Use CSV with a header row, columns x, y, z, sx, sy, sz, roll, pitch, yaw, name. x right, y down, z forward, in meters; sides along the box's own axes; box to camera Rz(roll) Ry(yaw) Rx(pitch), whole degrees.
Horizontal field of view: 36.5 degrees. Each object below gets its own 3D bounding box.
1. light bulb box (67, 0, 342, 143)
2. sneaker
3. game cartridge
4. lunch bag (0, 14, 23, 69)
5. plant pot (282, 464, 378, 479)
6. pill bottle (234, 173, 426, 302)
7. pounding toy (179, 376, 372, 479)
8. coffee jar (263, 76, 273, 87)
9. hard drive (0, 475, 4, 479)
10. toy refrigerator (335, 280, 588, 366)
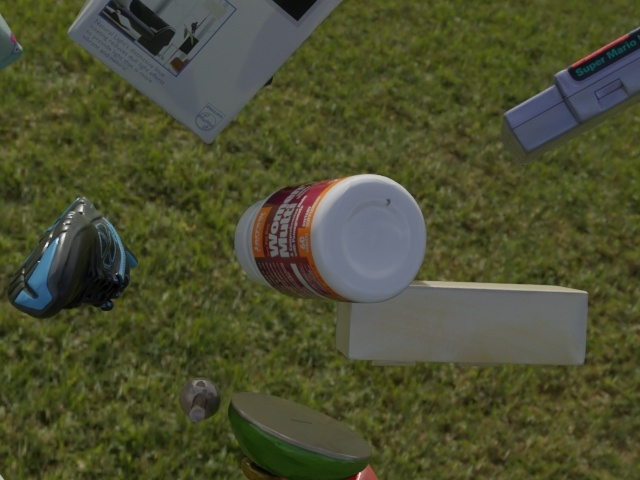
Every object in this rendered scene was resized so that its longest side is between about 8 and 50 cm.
x,y,z,sx,sy,sz,roll,pitch,yaw,name
-0.103,-0.383,1.246,0.225,0.361,0.358,37,25,-22,light bulb box
-0.320,0.035,1.326,0.140,0.125,0.341,43,11,-13,sneaker
0.344,-0.186,0.959,0.068,0.355,0.230,62,9,8,game cartridge
-0.538,-0.330,1.225,0.160,0.223,0.262,-40,73,-5,lunch bag
0.039,0.556,1.782,0.243,0.275,0.275,50,38,-17,plant pot
0.000,0.000,0.979,0.121,0.121,0.221,-8,3,-28,pill bottle
-0.065,0.260,1.164,0.237,0.110,0.183,20,3,-11,pounding toy
-0.179,-0.286,1.659,0.184,0.096,0.079,-22,24,-23,coffee jar
-0.590,0.256,1.262,0.210,0.318,0.040,-30,15,3,hard drive
0.158,0.096,1.114,0.270,0.094,0.102,3,1,-8,toy refrigerator
